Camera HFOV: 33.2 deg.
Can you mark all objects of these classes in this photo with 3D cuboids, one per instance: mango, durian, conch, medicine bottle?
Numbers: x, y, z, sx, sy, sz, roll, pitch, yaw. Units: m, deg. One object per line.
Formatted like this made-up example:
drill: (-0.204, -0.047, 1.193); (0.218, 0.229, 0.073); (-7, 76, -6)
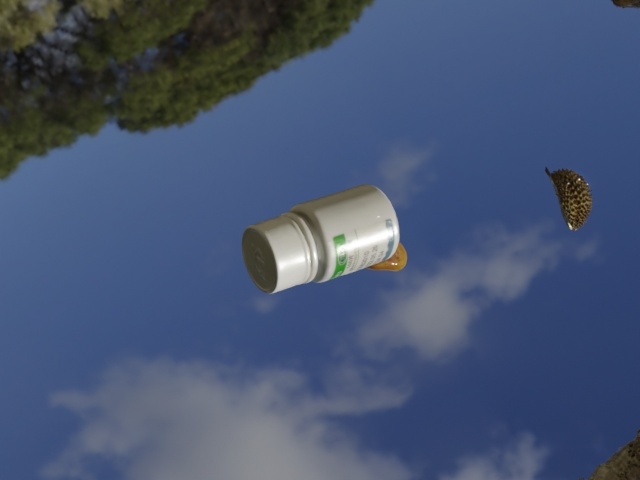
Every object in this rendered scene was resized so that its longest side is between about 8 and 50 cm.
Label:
mango: (0.109, 0.022, 2.017); (0.060, 0.114, 0.080); (127, -15, -74)
durian: (0.485, -0.093, 2.071); (0.071, 0.140, 0.110); (-25, 161, 7)
conch: (0.504, 0.360, 1.619); (0.245, 0.162, 0.178); (-10, 164, 17)
medicine bottle: (0.000, 0.000, 1.756); (0.237, 0.139, 0.139); (-20, -163, -29)

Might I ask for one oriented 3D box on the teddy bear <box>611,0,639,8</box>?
teddy bear: (0.586, -0.490, 1.697); (0.246, 0.296, 0.222); (26, -162, 16)
